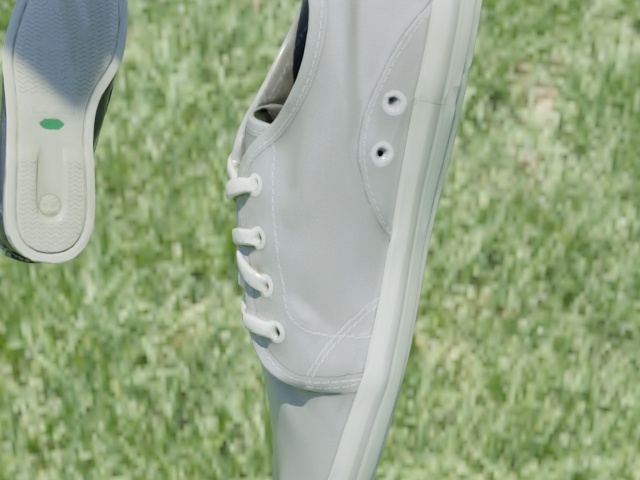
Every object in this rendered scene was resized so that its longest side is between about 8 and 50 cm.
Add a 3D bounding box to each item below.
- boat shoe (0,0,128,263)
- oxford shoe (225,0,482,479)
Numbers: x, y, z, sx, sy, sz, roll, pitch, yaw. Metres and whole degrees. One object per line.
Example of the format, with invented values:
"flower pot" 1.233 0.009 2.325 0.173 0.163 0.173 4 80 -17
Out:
"boat shoe" -0.188 -0.099 1.270 0.084 0.233 0.079 10 -5 -20
"oxford shoe" 0.000 0.000 1.141 0.130 0.449 0.169 7 17 -8
